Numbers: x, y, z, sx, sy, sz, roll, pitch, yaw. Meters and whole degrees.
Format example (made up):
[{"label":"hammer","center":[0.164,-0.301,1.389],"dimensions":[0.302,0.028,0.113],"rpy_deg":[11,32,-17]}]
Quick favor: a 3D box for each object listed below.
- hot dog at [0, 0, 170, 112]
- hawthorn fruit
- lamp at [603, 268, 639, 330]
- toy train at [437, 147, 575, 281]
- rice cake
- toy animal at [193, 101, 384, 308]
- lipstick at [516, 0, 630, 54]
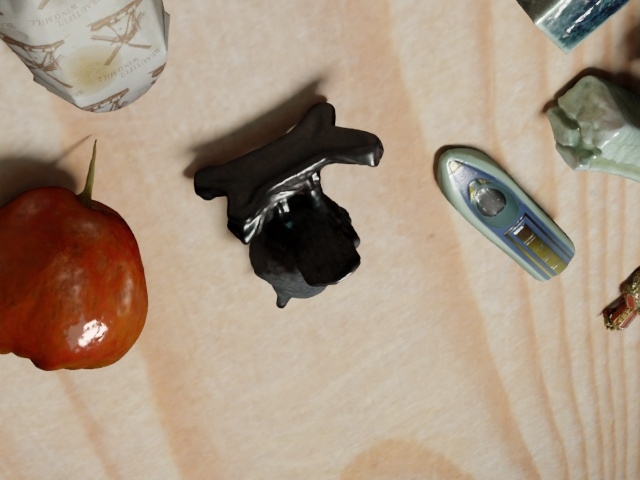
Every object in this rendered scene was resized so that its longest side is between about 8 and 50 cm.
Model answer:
[{"label":"hot dog","center":[-0.131,-0.133,0.912],"dimensions":[0.099,0.053,0.192],"rpy_deg":[-29,156,-4]},{"label":"hawthorn fruit","center":[-0.164,0.024,1.063],"dimensions":[0.140,0.125,0.125],"rpy_deg":[-39,153,16]},{"label":"lamp","center":[0.334,0.057,1.751],"dimensions":[0.063,0.031,0.083],"rpy_deg":[-20,148,-26]},{"label":"toy train","center":[0.155,-0.021,1.407],"dimensions":[0.055,0.048,0.252],"rpy_deg":[-40,152,10]},{"label":"rice cake","center":[0.305,-0.080,1.449],"dimensions":[0.063,0.066,0.336],"rpy_deg":[-37,153,29]},{"label":"toy animal","center":[0.002,0.003,1.213],"dimensions":[0.121,0.117,0.210],"rpy_deg":[-35,152,-9]},{"label":"lipstick","center":[0.242,-0.248,1.086],"dimensions":[0.289,0.076,0.077],"rpy_deg":[-42,150,13]}]
